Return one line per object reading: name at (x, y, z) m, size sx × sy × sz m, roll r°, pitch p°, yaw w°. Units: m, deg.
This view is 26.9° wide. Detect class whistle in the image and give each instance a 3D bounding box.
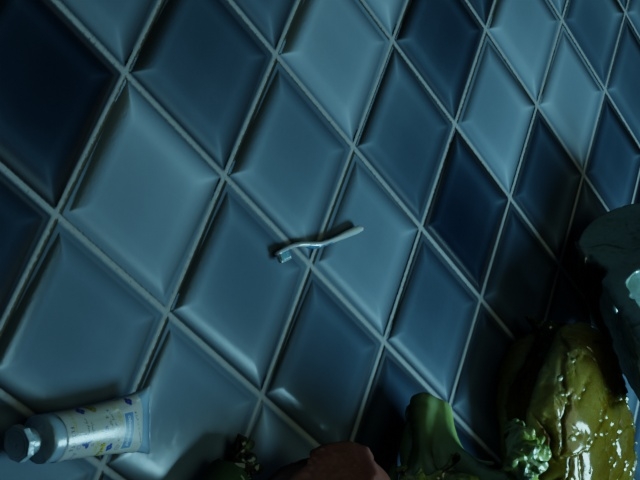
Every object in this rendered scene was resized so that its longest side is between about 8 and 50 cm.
whistle at (0.455, 0.097, 1.920) m, size 0.405 × 0.188 × 0.168 m, roll -54°, pitch 136°, yaw -49°

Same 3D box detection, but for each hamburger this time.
hamburger at (0.325, 0.259, 1.810) m, size 0.211 × 0.132 × 0.309 m, roll -18°, pitch 103°, yaw -54°

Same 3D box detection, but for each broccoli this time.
broccoli at (0.133, 0.279, 1.521) m, size 0.247 × 0.263 × 0.243 m, roll 17°, pitch 39°, yaw -20°

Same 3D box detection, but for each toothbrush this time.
toothbrush at (0.000, 0.000, 1.505) m, size 0.162 × 0.014 × 0.017 m, roll -21°, pitch 89°, yaw -52°

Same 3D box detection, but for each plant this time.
plant at (-0.086, 0.234, 1.340) m, size 0.102 × 0.051 × 0.051 m, roll -48°, pitch 124°, yaw -51°

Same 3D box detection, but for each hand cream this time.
hand cream at (-0.209, 0.170, 1.192) m, size 0.170 × 0.043 × 0.065 m, roll -1°, pitch 93°, yaw -57°

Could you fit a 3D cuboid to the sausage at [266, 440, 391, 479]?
sausage at (-0.026, 0.317, 1.323) m, size 0.280 × 0.152 × 0.152 m, roll -47°, pitch 123°, yaw -44°
